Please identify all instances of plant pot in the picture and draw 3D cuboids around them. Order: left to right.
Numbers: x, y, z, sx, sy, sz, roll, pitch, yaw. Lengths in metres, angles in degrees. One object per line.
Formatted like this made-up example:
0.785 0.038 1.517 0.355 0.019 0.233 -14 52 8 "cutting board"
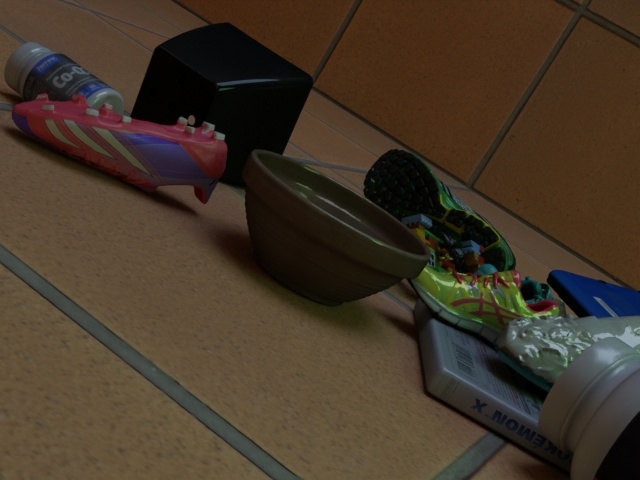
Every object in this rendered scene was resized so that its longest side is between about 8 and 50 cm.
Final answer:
-0.157 -0.192 1.460 0.188 0.187 0.167 37 25 26 "plant pot"
0.000 0.000 1.185 0.237 0.109 0.237 29 11 -6 "plant pot"

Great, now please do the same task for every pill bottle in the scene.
-0.309 -0.178 1.235 0.137 0.078 0.078 35 12 20 "pill bottle"
0.359 0.230 0.936 0.323 0.181 0.181 39 14 37 "pill bottle"

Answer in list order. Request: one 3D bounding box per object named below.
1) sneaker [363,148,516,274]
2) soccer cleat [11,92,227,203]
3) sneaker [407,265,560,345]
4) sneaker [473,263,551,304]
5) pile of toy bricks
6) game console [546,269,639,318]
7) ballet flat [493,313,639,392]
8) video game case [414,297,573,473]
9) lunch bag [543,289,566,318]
0.210 -0.033 1.863 0.343 0.134 0.146 47 11 27 "sneaker"
-0.223 -0.101 1.159 0.248 0.095 0.083 7 18 -27 "soccer cleat"
0.201 0.067 1.266 0.208 0.094 0.081 27 13 -11 "sneaker"
0.298 0.111 1.461 0.275 0.110 0.107 22 15 -38 "sneaker"
0.156 0.042 1.454 0.118 0.105 0.212 -12 -22 31 "pile of toy bricks"
0.449 0.192 1.453 0.250 0.173 0.293 15 17 -15 "game console"
0.386 0.165 1.215 0.409 0.147 0.147 31 11 -20 "ballet flat"
0.251 0.185 1.223 0.300 0.036 0.329 30 11 -3 "video game case"
0.381 0.122 1.763 0.071 0.053 0.083 38 -12 32 "lunch bag"
